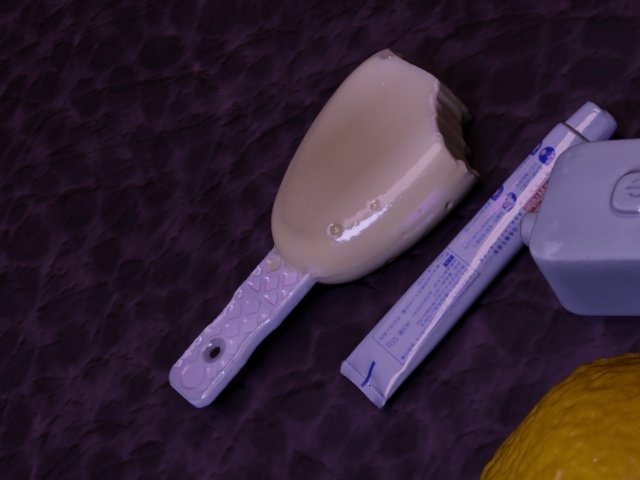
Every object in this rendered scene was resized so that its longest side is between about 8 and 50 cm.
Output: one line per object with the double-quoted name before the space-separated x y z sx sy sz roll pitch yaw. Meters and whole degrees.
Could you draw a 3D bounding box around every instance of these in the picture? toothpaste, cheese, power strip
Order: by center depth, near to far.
"power strip" 0.272 -0.012 1.032 0.385 0.062 0.091 -2 55 34
"toothpaste" 0.094 0.006 1.172 0.218 0.033 0.052 -48 40 0
"cheese" 0.000 0.000 1.231 0.255 0.050 0.127 -51 46 -5

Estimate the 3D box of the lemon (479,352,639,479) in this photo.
"lemon" 0.164 0.151 0.894 0.192 0.192 0.231 -31 43 13
